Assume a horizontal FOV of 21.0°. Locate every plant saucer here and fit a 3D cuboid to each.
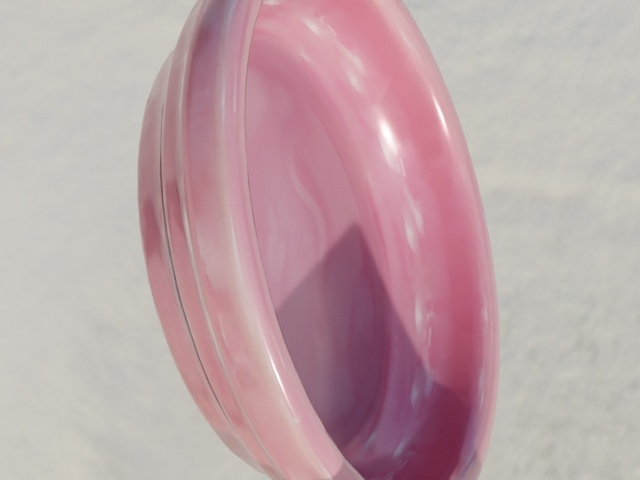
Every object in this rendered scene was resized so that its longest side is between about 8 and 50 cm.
[{"bbox_3d":[0.000,0.000,0.944,0.084,0.332,0.332,-13,49,25],"label":"plant saucer"}]
